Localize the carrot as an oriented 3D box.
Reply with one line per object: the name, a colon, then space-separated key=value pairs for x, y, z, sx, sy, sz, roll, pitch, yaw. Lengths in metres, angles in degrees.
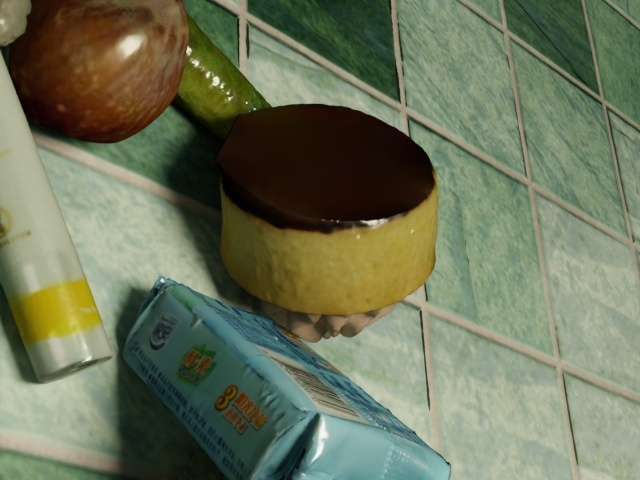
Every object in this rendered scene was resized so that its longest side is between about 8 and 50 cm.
carrot: x=-0.128 y=-0.165 z=1.031 sx=0.358 sy=0.074 sz=0.074 roll=47 pitch=39 yaw=-25

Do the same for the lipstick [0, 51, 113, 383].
lipstick: x=-0.221 y=-0.029 z=0.840 sx=0.059 sy=0.059 sz=0.264 roll=-11 pitch=77 yaw=-52

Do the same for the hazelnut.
hazelnut: x=-0.166 y=-0.146 z=0.905 sx=0.143 sy=0.143 sz=0.154 roll=52 pitch=20 yaw=-14

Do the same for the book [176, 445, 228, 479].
book: x=-0.079 y=0.249 z=0.873 sx=0.138 sy=0.016 sz=0.198 roll=52 pitch=38 yaw=-14

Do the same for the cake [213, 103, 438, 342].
cake: x=0.000 y=0.000 z=1.017 sx=0.208 sy=0.178 sz=0.185 roll=35 pitch=44 yaw=26

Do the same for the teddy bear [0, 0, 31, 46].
teddy bear: x=-0.318 y=-0.157 z=0.724 sx=0.236 sy=0.151 sz=0.267 roll=52 pitch=39 yaw=-17

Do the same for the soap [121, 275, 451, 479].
soap: x=-0.029 y=0.122 z=0.846 sx=0.156 sy=0.293 sz=0.077 roll=26 pitch=94 yaw=-37
